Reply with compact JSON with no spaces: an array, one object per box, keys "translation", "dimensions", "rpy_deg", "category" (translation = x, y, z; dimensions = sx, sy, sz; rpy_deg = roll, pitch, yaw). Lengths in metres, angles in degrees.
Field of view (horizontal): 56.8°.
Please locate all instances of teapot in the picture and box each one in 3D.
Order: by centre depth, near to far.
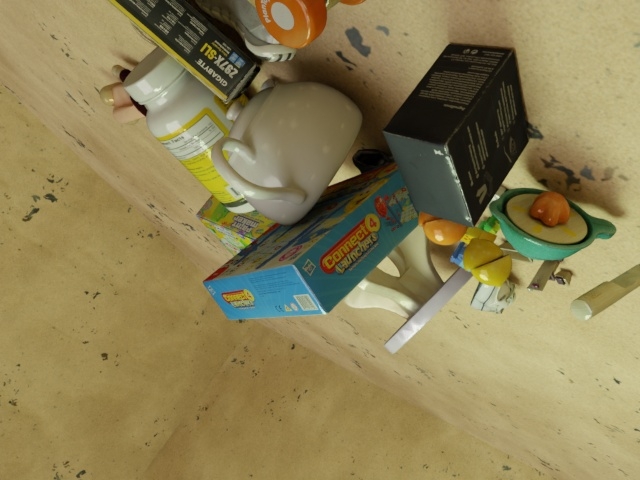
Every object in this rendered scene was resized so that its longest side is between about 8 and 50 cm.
[{"translation":[-0.067,-0.158,0.947],"dimensions":[0.187,0.252,0.256],"rpy_deg":[32,169,-12],"category":"teapot"}]

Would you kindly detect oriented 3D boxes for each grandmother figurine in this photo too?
[{"translation":[-0.422,-0.332,1.431],"dimensions":[0.208,0.104,0.342],"rpy_deg":[36,167,-32],"category":"grandmother figurine"}]

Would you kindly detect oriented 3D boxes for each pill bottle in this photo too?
[{"translation":[-0.216,-0.225,1.170],"dimensions":[0.188,0.187,0.334],"rpy_deg":[13,151,51],"category":"pill bottle"}]

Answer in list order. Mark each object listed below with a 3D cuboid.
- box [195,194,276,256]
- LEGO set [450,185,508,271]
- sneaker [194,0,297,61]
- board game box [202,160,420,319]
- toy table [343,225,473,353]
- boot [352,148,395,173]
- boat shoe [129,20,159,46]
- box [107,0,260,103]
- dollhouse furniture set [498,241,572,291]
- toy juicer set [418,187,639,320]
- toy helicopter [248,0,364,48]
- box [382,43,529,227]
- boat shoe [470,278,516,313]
[{"translation":[-0.118,-0.012,1.551],"dimensions":[0.290,0.177,0.279],"rpy_deg":[21,157,41],"category":"box"},{"translation":[0.247,-0.021,1.001],"dimensions":[0.093,0.087,0.227],"rpy_deg":[32,161,11],"category":"LEGO set"},{"translation":[-0.098,-0.358,0.822],"dimensions":[0.228,0.086,0.132],"rpy_deg":[45,140,28],"category":"sneaker"},{"translation":[0.000,0.000,0.961],"dimensions":[0.308,0.302,0.086],"rpy_deg":[-14,113,55],"category":"board game box"},{"translation":[0.179,0.086,1.200],"dimensions":[0.161,0.274,0.252],"rpy_deg":[43,-163,11],"category":"toy table"},{"translation":[0.136,-0.105,1.015],"dimensions":[0.190,0.069,0.086],"rpy_deg":[19,161,45],"category":"boot"},{"translation":[-0.335,-0.421,1.111],"dimensions":[0.135,0.050,0.045],"rpy_deg":[43,167,-22],"category":"boat shoe"},{"translation":[-0.236,-0.348,0.907],"dimensions":[0.322,0.079,0.257],"rpy_deg":[40,-170,-13],"category":"box"},{"translation":[0.351,0.059,1.017],"dimensions":[0.114,0.081,0.091],"rpy_deg":[13,151,52],"category":"dollhouse furniture set"},{"translation":[0.287,-0.007,0.783],"dimensions":[0.329,0.209,0.089],"rpy_deg":[28,132,20],"category":"toy juicer set"},{"translation":[-0.057,-0.391,0.594],"dimensions":[0.235,0.140,0.355],"rpy_deg":[33,151,20],"category":"toy helicopter"},{"translation":[0.174,-0.130,0.735],"dimensions":[0.093,0.158,0.156],"rpy_deg":[22,157,38],"category":"box"},{"translation":[0.346,0.094,1.156],"dimensions":[0.076,0.083,0.226],"rpy_deg":[19,170,14],"category":"boat shoe"}]
